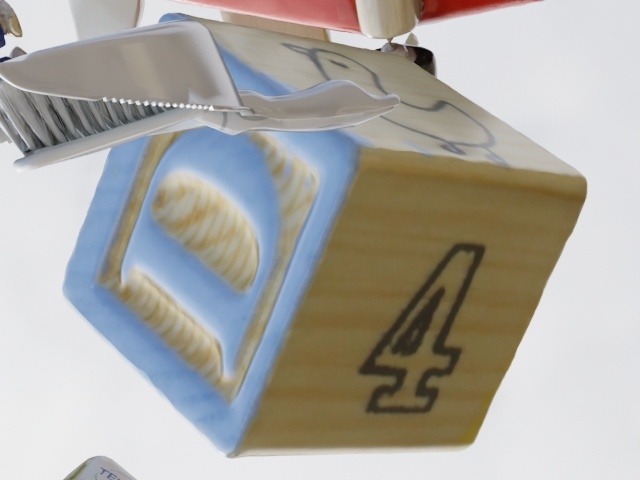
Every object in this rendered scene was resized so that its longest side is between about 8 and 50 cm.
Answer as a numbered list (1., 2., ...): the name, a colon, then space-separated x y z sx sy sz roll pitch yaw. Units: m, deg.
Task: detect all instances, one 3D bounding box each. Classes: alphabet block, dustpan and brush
1. alphabet block: 0.000 0.000 1.082 0.197 0.192 0.193 4 -63 -45
2. dustpan and brush: -0.061 -0.058 0.771 0.211 0.147 0.060 -17 -86 -28

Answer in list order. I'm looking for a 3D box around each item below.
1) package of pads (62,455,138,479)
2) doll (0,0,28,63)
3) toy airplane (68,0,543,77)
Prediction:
1. package of pads: -0.118 0.327 1.511 0.296 0.229 0.101 39 -122 7
2. doll: -0.292 -0.097 1.298 0.189 0.046 0.129 -25 -59 -16
3. toy airplane: -0.026 -0.246 1.460 0.384 0.386 0.272 45 -133 2
